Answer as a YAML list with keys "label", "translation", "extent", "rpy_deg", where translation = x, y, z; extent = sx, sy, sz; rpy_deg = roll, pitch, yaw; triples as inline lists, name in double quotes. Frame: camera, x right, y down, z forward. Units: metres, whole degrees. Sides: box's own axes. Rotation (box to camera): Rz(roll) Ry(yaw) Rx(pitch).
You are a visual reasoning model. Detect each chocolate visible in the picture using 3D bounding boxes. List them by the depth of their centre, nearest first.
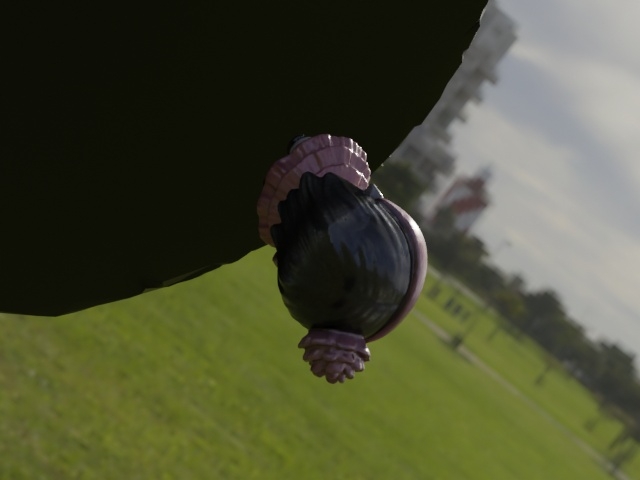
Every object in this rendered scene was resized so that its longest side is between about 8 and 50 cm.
- label: "chocolate"
  translation: [-0.129, -0.199, 0.881]
  extent: [0.383, 0.383, 0.331]
  rpy_deg: [35, 23, -53]

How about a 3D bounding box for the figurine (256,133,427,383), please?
- label: "figurine"
  translation: [0.000, 0.000, 0.707]
  extent: [0.054, 0.072, 0.129]
  rpy_deg: [29, 15, -28]
